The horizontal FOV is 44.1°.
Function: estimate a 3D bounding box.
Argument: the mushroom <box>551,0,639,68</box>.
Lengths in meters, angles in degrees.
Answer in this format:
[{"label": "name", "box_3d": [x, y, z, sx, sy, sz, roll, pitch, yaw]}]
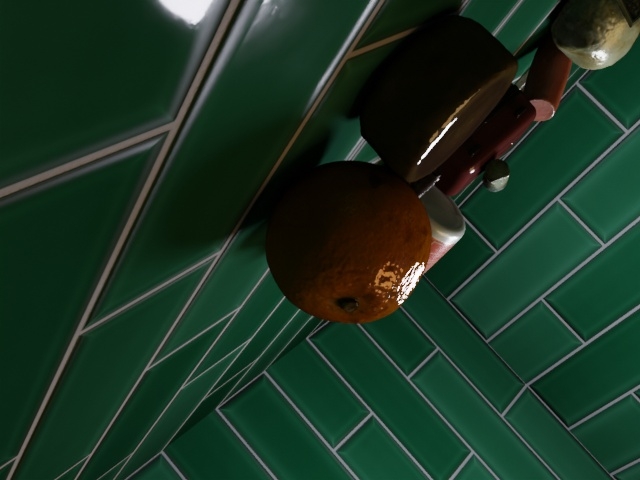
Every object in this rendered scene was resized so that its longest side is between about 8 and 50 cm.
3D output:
[{"label": "mushroom", "box_3d": [0.682, -0.531, 1.978, 0.164, 0.189, 0.267, -33, 167, -29]}]

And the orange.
[{"label": "orange", "box_3d": [0.051, 0.003, 1.448, 0.312, 0.312, 0.312, -41, 170, -9]}]

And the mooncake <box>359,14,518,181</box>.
[{"label": "mooncake", "box_3d": [0.199, -0.249, 1.378, 0.284, 0.155, 0.284, -41, 168, -11]}]

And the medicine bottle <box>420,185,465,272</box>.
[{"label": "medicine bottle", "box_3d": [0.231, -0.032, 2.159, 0.241, 0.252, 0.252, -48, 169, 28]}]

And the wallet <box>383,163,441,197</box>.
[{"label": "wallet", "box_3d": [0.191, -0.130, 1.954, 0.042, 0.124, 0.230, -40, 172, -44]}]

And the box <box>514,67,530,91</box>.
[{"label": "box", "box_3d": [0.679, -0.505, 2.473, 0.201, 0.058, 0.141, -31, 165, -46]}]

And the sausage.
[{"label": "sausage", "box_3d": [0.618, -0.451, 2.142, 0.113, 0.113, 0.259, 112, 0, -69]}]

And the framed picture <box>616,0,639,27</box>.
[{"label": "framed picture", "box_3d": [0.738, -0.618, 1.875, 0.142, 0.183, 0.011, -38, -167, -22]}]

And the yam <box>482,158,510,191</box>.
[{"label": "yam", "box_3d": [0.460, -0.168, 2.067, 0.068, 0.068, 0.169, -43, 171, 5]}]

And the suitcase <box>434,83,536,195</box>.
[{"label": "suitcase", "box_3d": [0.407, -0.273, 2.095, 0.297, 0.161, 0.236, -41, 172, -16]}]
